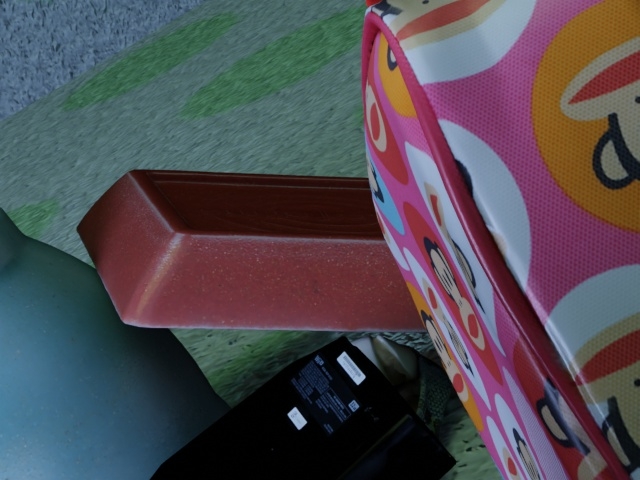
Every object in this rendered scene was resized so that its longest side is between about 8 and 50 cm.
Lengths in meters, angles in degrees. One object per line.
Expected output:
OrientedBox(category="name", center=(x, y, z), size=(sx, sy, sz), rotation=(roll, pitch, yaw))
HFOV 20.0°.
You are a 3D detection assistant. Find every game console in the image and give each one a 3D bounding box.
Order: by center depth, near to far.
OrientedBox(category="game console", center=(-0.014, 0.174, 0.729), size=(0.213, 0.044, 0.361), rotation=(-43, 25, 1))

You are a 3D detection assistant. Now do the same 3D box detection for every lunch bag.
OrientedBox(category="lunch bag", center=(0.090, 0.016, 0.598), size=(0.120, 0.258, 0.293), rotation=(-28, -10, -3))

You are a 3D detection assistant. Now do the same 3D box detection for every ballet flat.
OrientedBox(category="ballet flat", center=(0.031, 0.084, 0.941), size=(0.070, 0.070, 0.188), rotation=(-25, 16, 8))

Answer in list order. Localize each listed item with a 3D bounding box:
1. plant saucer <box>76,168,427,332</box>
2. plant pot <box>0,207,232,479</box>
OrientedBox(category="plant saucer", center=(0.000, 0.000, 1.049), size=(0.258, 0.047, 0.259), rotation=(2, 12, -14))
OrientedBox(category="plant pot", center=(-0.213, 0.101, 1.037), size=(0.293, 0.196, 0.293), rotation=(-24, 17, 8))
